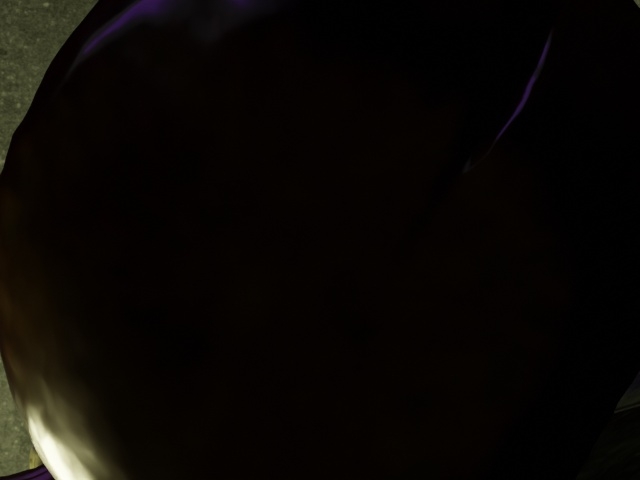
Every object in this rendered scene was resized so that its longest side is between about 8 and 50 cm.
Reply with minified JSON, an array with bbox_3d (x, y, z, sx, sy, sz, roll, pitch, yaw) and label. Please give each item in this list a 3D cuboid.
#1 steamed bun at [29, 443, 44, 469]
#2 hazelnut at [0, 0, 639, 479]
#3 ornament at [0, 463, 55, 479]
[{"bbox_3d":[-0.171,0.260,1.715,0.276,0.203,0.289,-27,10,-24],"label":"steamed bun"},{"bbox_3d":[0.000,0.000,0.895,0.402,0.402,0.429,-38,-37,-70],"label":"hazelnut"},{"bbox_3d":[-0.162,0.254,1.268,0.218,0.235,0.221,-32,17,0],"label":"ornament"}]
